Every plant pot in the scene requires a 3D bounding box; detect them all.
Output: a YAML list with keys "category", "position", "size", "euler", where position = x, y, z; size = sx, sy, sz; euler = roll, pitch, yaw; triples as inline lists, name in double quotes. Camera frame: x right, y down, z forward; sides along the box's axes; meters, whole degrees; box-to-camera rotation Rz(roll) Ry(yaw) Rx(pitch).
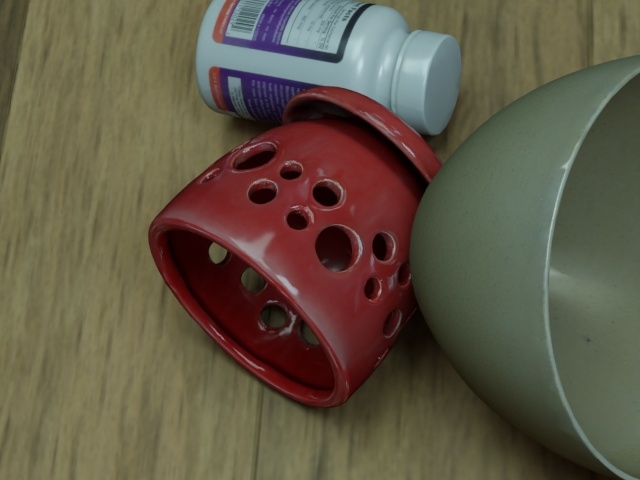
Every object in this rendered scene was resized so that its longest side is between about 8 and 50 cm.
- category: "plant pot"
  position: [0.171, 0.012, 1.327]
  size: [0.191, 0.284, 0.284]
  euler: [7, 58, 46]
- category: "plant pot"
  position: [0.000, 0.000, 1.420]
  size: [0.191, 0.191, 0.174]
  euler: [32, 63, 31]

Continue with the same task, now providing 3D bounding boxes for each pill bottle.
- category: "pill bottle"
  position: [0.008, -0.138, 1.548]
  size: [0.193, 0.108, 0.108]
  euler: [12, 63, 23]
